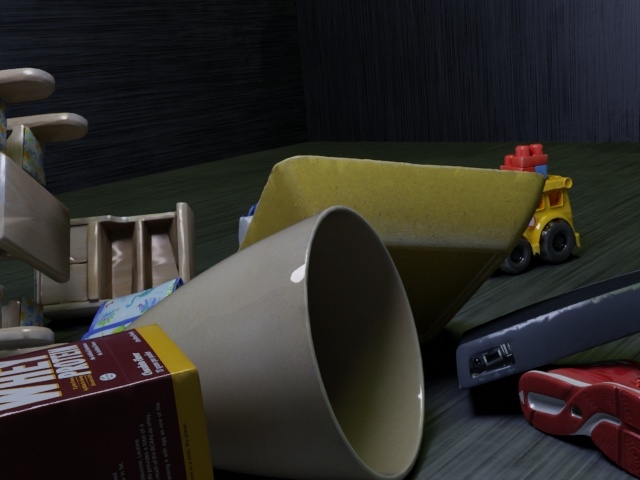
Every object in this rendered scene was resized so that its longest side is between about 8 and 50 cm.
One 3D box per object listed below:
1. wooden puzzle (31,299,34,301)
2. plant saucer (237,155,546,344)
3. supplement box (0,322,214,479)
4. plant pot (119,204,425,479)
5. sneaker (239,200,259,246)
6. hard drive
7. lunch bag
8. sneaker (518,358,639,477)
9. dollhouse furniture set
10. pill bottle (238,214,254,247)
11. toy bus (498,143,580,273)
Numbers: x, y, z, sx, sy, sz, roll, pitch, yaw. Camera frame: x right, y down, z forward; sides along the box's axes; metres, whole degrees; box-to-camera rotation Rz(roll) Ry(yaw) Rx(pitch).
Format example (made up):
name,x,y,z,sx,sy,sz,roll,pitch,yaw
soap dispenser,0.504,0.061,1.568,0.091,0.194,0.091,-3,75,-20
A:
name,x,y,z,sx,sy,sz,roll,pitch,yaw
wooden puzzle,-0.525,0.117,1.453,0.083,0.006,0.049,-5,13,1
plant saucer,0.068,0.041,0.985,0.333,0.080,0.332,1,-35,-21
supplement box,-0.189,0.186,0.607,0.194,0.191,0.129,-11,14,-22
plant pot,-0.071,0.124,0.802,0.274,0.256,0.256,-15,8,25
sneaker,-0.085,-0.023,1.612,0.112,0.130,0.296,-5,11,11
hard drive,0.274,0.094,0.909,0.255,0.054,0.172,-21,-4,12
lunch bag,-0.230,0.133,1.029,0.129,0.096,0.151,-17,36,22
sneaker,0.310,0.155,0.782,0.128,0.086,0.221,-14,17,-28
dollhouse furniture set,-0.349,-0.004,1.187,0.257,0.361,0.394,-6,-17,2
pill bottle,0.000,0.000,1.424,0.265,0.153,0.153,-9,14,-20
toy bus,0.339,-0.061,1.434,0.220,0.211,0.149,-13,17,-26
